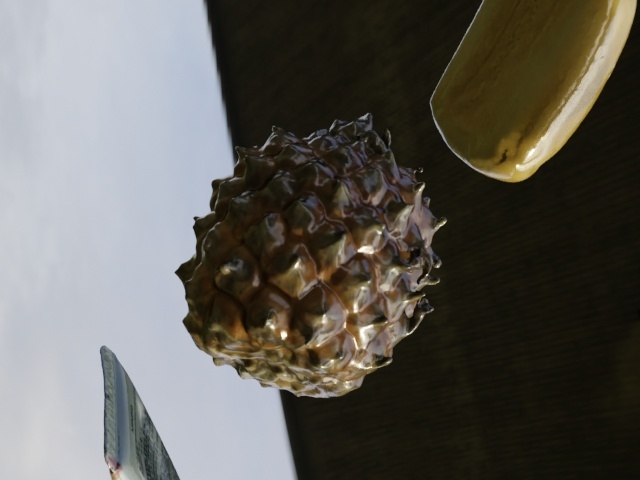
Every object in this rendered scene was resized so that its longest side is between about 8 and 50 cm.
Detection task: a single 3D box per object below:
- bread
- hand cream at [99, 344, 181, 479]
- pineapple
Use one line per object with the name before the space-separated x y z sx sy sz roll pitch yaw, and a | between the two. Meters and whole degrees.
bread | 0.190 -0.158 0.972 0.217 0.098 0.147 -59 -134 25
hand cream | -0.149 0.246 1.010 0.124 0.077 0.341 -102 179 -47
pineapple | 0.000 0.000 0.717 0.166 0.166 0.193 -18 -130 60
